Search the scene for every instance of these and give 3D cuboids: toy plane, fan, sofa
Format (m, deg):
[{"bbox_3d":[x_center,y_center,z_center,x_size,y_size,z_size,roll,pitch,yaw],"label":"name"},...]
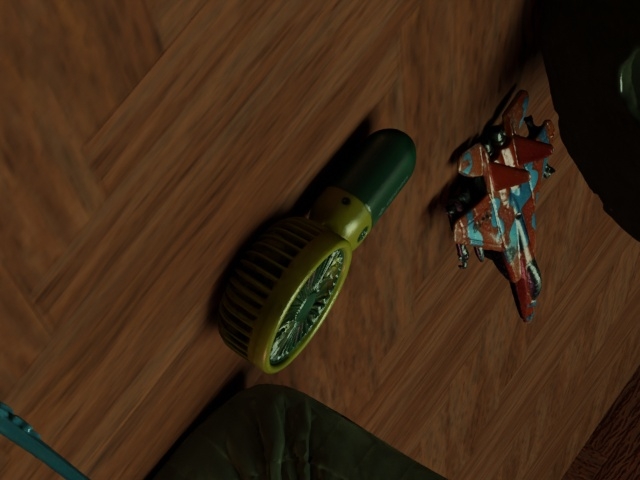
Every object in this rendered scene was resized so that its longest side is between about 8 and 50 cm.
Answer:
[{"bbox_3d":[0.131,-0.011,1.195,0.130,0.061,0.189,-47,148,-32],"label":"toy plane"},{"bbox_3d":[0.000,0.000,0.897,0.155,0.039,0.082,-51,163,-23],"label":"fan"},{"bbox_3d":[-0.002,0.224,0.988,0.176,0.225,0.210,-53,167,-27],"label":"sofa"}]

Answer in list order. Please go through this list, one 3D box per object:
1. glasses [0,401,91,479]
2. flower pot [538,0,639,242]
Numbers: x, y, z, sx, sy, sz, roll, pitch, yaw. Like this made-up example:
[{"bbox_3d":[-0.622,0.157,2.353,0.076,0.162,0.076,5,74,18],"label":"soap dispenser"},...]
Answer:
[{"bbox_3d":[-0.124,0.171,0.621,0.189,0.220,0.088,-55,-157,-10],"label":"glasses"},{"bbox_3d":[0.293,-0.137,1.081,0.251,0.379,0.379,-23,149,-26],"label":"flower pot"}]
